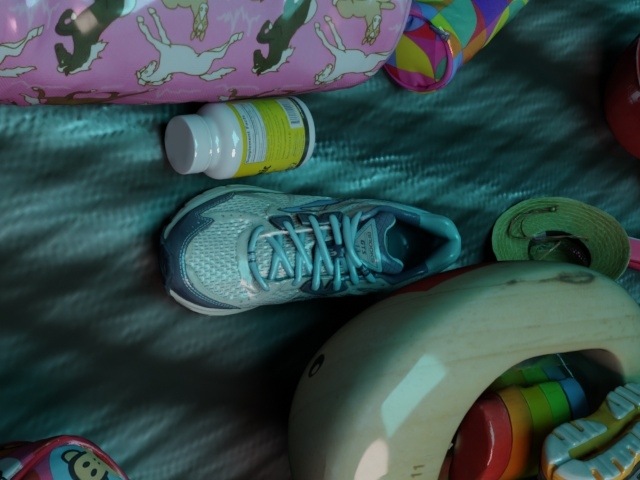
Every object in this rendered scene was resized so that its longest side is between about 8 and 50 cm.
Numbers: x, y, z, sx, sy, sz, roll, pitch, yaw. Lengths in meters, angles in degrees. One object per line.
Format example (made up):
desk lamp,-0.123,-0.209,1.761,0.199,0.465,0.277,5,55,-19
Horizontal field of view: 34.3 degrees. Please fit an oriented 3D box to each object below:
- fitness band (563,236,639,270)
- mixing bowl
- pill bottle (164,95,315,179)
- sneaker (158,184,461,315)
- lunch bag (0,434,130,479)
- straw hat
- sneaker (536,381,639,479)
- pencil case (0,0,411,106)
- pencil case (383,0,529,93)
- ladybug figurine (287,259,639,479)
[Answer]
fitness band,0.350,0.104,1.192,0.291,0.054,0.209,13,83,-36
mixing bowl,0.393,-0.156,1.190,0.181,0.098,0.181,10,70,-28
pill bottle,-0.067,-0.085,0.863,0.116,0.065,0.065,-10,95,-37
sneaker,0.000,0.000,0.875,0.283,0.122,0.110,-7,92,-38
lunch bag,-0.191,0.307,0.695,0.258,0.120,0.293,-43,109,-41
straw hat,0.249,0.023,1.085,0.144,0.144,0.061,-46,146,-30
sneaker,0.254,0.185,0.884,0.215,0.084,0.083,-9,125,-36
pencil case,-0.117,-0.187,0.771,0.386,0.160,0.167,-10,88,-37
pencil case,0.146,-0.243,1.016,0.236,0.104,0.104,-46,115,-31
ladybug figurine,0.139,0.152,0.928,0.449,0.162,0.305,4,105,-44
